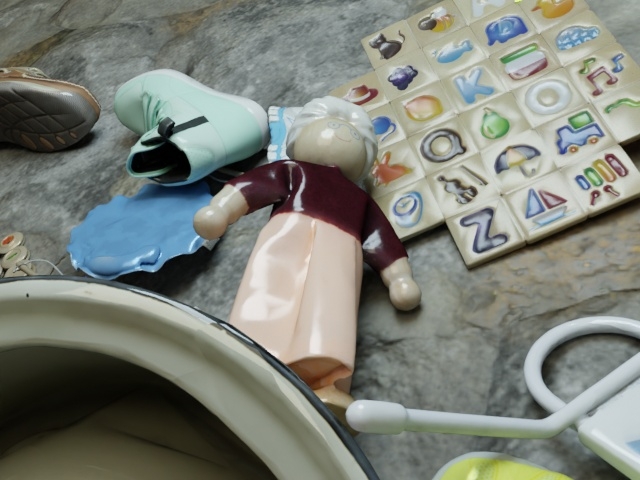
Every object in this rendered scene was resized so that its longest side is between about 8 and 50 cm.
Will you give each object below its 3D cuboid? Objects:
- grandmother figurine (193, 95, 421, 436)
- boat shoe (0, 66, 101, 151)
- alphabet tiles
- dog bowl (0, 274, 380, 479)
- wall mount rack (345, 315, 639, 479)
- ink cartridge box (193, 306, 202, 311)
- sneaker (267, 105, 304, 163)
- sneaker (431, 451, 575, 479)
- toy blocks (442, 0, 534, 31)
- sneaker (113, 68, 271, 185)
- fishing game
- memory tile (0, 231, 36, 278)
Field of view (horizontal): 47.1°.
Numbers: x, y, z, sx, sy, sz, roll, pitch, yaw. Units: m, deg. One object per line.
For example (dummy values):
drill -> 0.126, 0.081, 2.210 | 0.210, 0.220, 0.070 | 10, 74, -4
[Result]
grandmother figurine -> 0.000, 0.000, 0.628 | 0.104, 0.208, 0.342 | -39, 31, 38
boat shoe -> -0.449, -0.212, 1.097 | 0.324, 0.123, 0.116 | 6, 50, 29
alphabet tiles -> 0.167, -0.138, 0.750 | 0.285, 0.011, 0.342 | -24, 52, 8
dog bowl -> -0.135, 0.233, 0.386 | 0.408, 0.150, 0.408 | -3, 73, 10
wall mount rack -> 0.205, 0.111, 0.396 | 0.304, 0.130, 0.350 | -28, 30, -18
ink cartridge box -> -0.129, 0.180, 0.574 | 0.160, 0.092, 0.219 | -26, 43, 1
sneaker -> -0.012, -0.096, 0.805 | 0.083, 0.071, 0.190 | -13, 44, 7
sneaker -> 0.178, 0.228, 0.337 | 0.145, 0.147, 0.385 | -38, 42, -9
toy blocks -> 0.176, -0.250, 0.868 | 0.148, 0.054, 0.123 | -12, 45, 17
sneaker -> -0.202, -0.138, 0.890 | 0.256, 0.094, 0.151 | 17, 36, 35
fishing game -> -0.189, -0.010, 0.817 | 0.189, 0.041, 0.264 | 18, 44, 39
memory tile -> -0.424, 0.052, 0.904 | 0.148, 0.012, 0.113 | -34, 43, -7
